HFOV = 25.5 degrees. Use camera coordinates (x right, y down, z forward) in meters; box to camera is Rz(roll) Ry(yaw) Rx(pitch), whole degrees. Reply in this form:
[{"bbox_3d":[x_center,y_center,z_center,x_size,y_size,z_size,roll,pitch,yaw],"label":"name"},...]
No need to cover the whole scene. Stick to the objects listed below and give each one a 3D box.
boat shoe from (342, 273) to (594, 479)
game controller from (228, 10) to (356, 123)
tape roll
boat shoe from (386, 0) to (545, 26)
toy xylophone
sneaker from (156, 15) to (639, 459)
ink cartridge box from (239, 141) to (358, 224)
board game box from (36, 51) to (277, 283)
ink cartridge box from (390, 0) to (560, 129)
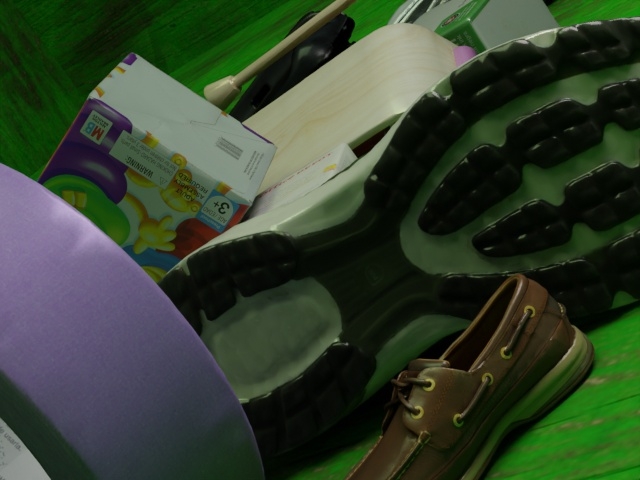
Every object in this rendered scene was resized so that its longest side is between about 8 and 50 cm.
[{"bbox_3d":[0.057,0.086,0.701,0.178,0.060,0.064,-41,15,-20],"label":"boat shoe"},{"bbox_3d":[-0.071,-0.091,1.416,0.319,0.067,0.166,-52,15,22],"label":"game controller"},{"bbox_3d":[-0.162,0.088,0.763,0.090,0.274,0.275,-44,16,-31],"label":"tape roll"},{"bbox_3d":[0.215,-0.292,1.513,0.335,0.121,0.119,-48,23,-5],"label":"boat shoe"},{"bbox_3d":[-0.005,-0.087,1.221,0.323,0.081,0.236,-26,42,29],"label":"toy xylophone"},{"bbox_3d":[0.082,-0.017,0.846,0.410,0.158,0.182,-25,5,22],"label":"sneaker"},{"bbox_3d":[0.000,0.000,1.056,0.092,0.090,0.143,-30,15,21],"label":"ink cartridge box"},{"bbox_3d":[-0.173,0.016,1.109,0.275,0.142,0.144,-55,7,20],"label":"board game box"},{"bbox_3d":[0.105,-0.159,1.340,0.208,0.087,0.153,-26,16,36],"label":"ink cartridge box"}]
